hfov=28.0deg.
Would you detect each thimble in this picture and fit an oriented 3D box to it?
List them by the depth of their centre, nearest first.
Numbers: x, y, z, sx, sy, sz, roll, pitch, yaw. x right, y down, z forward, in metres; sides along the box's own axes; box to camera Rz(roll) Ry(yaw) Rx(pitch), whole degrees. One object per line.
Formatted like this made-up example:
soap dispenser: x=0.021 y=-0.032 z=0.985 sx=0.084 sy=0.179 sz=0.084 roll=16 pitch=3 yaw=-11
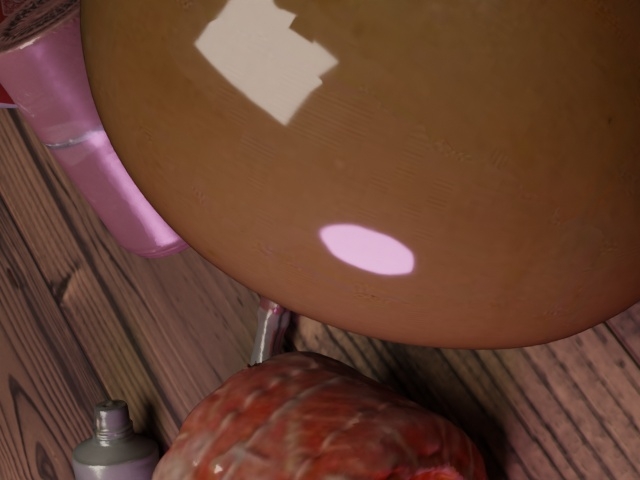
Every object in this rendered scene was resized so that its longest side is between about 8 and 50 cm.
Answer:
thimble: x=0.000 y=0.209 z=0.862 sx=0.162 sy=0.239 sz=0.239 roll=18 pitch=108 yaw=42

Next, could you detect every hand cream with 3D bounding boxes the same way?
hand cream: x=-0.178 y=0.311 z=1.201 sx=0.124 sy=0.078 sz=0.340 roll=11 pitch=111 yaw=45

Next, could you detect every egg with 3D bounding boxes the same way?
egg: x=0.042 y=-0.097 z=0.717 sx=0.374 sy=0.301 sz=0.301 roll=37 pitch=122 yaw=17

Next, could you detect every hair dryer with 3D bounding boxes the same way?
hair dryer: x=-0.058 y=-0.125 z=0.953 sx=0.352 sy=0.125 sz=0.210 roll=-16 pitch=121 yaw=27

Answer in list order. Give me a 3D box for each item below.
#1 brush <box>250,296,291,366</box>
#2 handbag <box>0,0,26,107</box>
brush: x=-0.048 y=0.109 z=1.028 sx=0.084 sy=0.071 sz=0.301 roll=22 pitch=105 yaw=47
handbag: x=-0.359 y=-0.287 z=1.259 sx=0.171 sy=0.151 sz=0.298 roll=17 pitch=100 yaw=41
